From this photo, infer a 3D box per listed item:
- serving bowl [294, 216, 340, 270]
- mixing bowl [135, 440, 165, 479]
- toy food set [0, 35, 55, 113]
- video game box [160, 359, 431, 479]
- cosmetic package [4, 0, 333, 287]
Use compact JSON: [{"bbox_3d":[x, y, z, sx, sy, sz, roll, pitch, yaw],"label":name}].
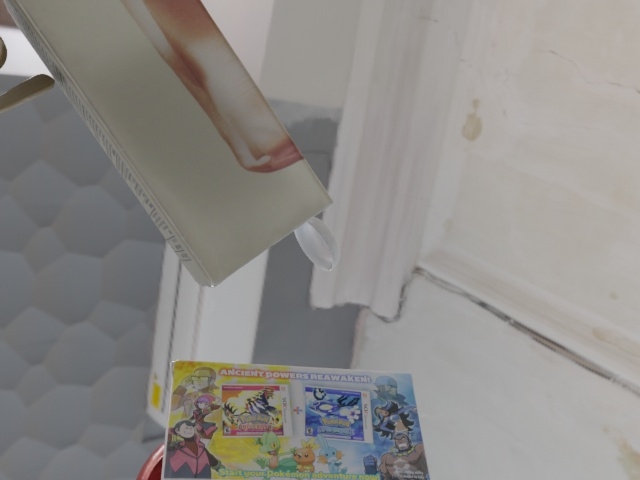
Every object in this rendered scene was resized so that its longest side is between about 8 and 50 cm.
[{"bbox_3d":[0.000,0.000,0.996,0.083,0.027,0.083,44,-26,28],"label":"serving bowl"},{"bbox_3d":[-0.106,0.245,0.690,0.181,0.181,0.098,60,-8,31],"label":"mixing bowl"},{"bbox_3d":[-0.316,-0.167,0.584,0.192,0.132,0.038,31,-54,0],"label":"toy food set"},{"bbox_3d":[-0.019,0.181,0.557,0.048,0.205,0.187,104,-13,-44],"label":"video game box"},{"bbox_3d":[-0.134,-0.116,0.643,0.296,0.129,0.153,57,-14,-9],"label":"cosmetic package"}]
